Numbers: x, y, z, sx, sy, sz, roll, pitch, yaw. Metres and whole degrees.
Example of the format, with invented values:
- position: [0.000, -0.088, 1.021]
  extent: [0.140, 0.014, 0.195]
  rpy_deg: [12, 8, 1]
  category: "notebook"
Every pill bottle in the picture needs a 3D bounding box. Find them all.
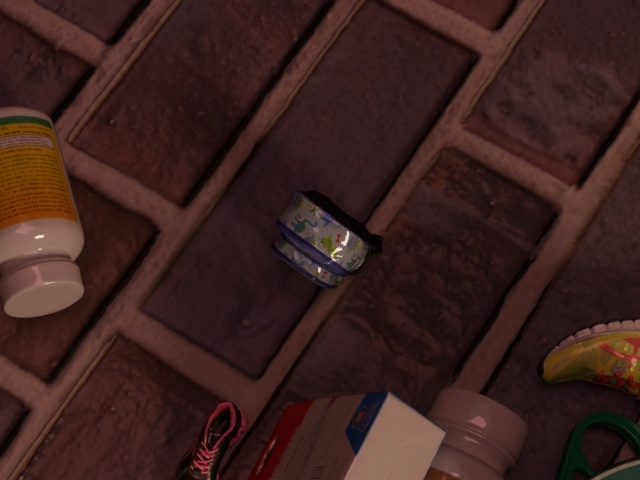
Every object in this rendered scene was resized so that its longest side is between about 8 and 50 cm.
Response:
- position: [0.117, 0.269, 1.619]
  extent: [0.131, 0.131, 0.229]
  rpy_deg: [24, 69, 9]
  category: "pill bottle"
- position: [-0.320, -0.029, 1.747]
  extent: [0.118, 0.117, 0.208]
  rpy_deg: [-16, 69, -7]
  category: "pill bottle"

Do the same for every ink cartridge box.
- position: [0.013, 0.229, 1.613]
  extent: [0.078, 0.231, 0.134]
  rpy_deg: [35, 69, -17]
  category: "ink cartridge box"

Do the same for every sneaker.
- position: [-0.116, 0.216, 1.681]
  extent: [0.047, 0.057, 0.119]
  rpy_deg: [24, 71, 7]
  category: "sneaker"
- position: [0.332, 0.133, 1.706]
  extent: [0.209, 0.081, 0.094]
  rpy_deg: [-8, 70, -4]
  category: "sneaker"

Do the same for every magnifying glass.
- position: [0.254, 0.246, 1.640]
  extent: [0.231, 0.026, 0.092]
  rpy_deg: [-29, 71, -40]
  category: "magnifying glass"

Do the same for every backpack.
- position: [0.000, 0.000, 1.739]
  extent: [0.105, 0.114, 0.084]
  rpy_deg: [36, 91, 12]
  category: "backpack"

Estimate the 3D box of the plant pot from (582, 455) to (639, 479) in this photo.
- position: [0.327, 0.333, 1.541]
  extent: [0.290, 0.195, 0.290]
  rpy_deg: [0, 91, 6]
  category: "plant pot"
